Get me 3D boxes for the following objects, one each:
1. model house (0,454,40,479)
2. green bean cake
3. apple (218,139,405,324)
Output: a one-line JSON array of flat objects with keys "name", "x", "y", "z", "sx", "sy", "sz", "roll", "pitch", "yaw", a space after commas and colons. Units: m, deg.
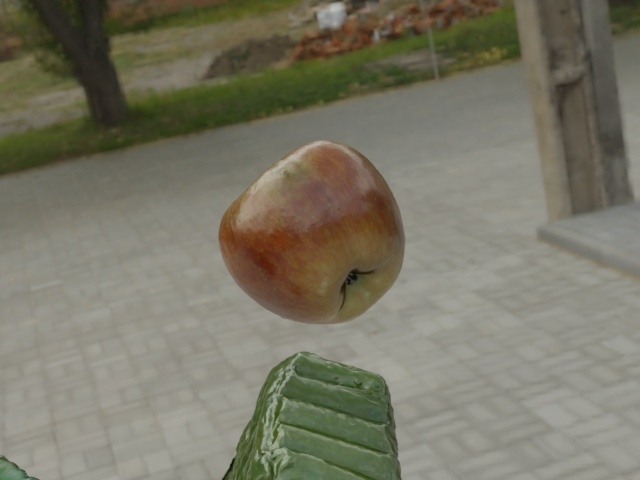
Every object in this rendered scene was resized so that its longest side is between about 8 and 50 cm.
[{"name": "model house", "x": -0.409, "y": 0.464, "z": 1.401, "sx": 0.194, "sy": 0.325, "sz": 0.267, "roll": -20, "pitch": 9, "yaw": -28}, {"name": "green bean cake", "x": -0.024, "y": 0.232, "z": 0.955, "sx": 0.125, "sy": 0.248, "sz": 0.222, "roll": 21, "pitch": 25, "yaw": -8}, {"name": "apple", "x": 0.000, "y": 0.000, "z": 1.695, "sx": 0.277, "sy": 0.250, "sz": 0.309, "roll": -41, "pitch": -7, "yaw": 26}]
